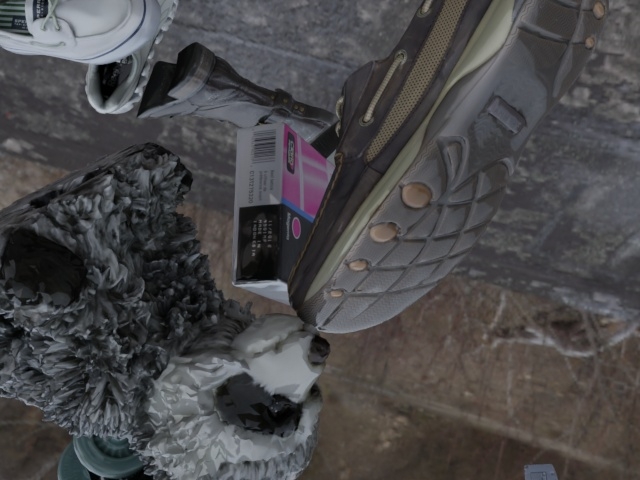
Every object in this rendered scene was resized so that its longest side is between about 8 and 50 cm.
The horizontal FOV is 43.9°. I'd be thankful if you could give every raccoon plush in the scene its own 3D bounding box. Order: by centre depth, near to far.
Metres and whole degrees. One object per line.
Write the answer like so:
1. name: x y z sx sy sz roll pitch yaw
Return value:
1. raccoon plush: -0.196 0.105 0.682 0.446 0.216 0.299 -12 113 40

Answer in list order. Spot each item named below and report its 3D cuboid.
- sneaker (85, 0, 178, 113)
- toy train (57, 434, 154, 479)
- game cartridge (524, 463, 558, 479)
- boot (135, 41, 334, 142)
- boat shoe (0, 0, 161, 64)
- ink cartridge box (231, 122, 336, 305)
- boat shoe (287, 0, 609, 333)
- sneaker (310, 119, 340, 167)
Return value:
1. sneaker: -0.284 -0.323 1.188 0.110 0.292 0.118 16 -164 -8
2. toy train: -0.123 0.265 0.756 0.190 0.334 0.142 -10 152 -32
3. game cartridge: 0.377 0.422 1.346 0.056 0.083 0.017 -12 152 28
4. boot: -0.131 -0.184 1.161 0.229 0.091 0.263 23 166 -30
5. boat shoe: -0.276 -0.229 0.831 0.226 0.083 0.076 0 174 27
6. ink cartridge box: 0.000 0.000 0.994 0.069 0.175 0.371 -4 166 19
7. boat shoe: 0.084 -0.086 0.646 0.132 0.355 0.130 31 -173 -47
8. sneaker: 0.089 -0.200 1.707 0.169 0.447 0.257 44 158 6
